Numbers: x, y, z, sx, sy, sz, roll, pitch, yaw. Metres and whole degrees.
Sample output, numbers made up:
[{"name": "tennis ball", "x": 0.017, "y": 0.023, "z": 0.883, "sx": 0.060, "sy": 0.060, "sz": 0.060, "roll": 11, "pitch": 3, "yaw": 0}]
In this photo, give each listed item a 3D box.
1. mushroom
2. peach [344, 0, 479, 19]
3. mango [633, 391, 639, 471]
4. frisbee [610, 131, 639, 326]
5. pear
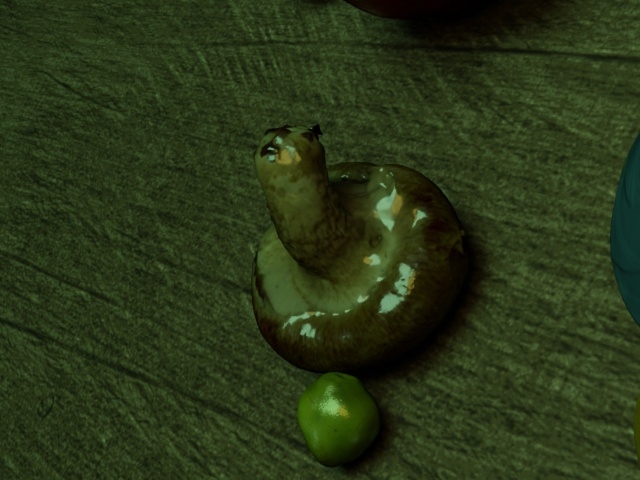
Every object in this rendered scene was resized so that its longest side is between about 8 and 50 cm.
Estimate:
[{"name": "mushroom", "x": 0.011, "y": 0.018, "z": 1.312, "sx": 0.267, "sy": 0.254, "sz": 0.267, "roll": -160, "pitch": 90, "yaw": -77}, {"name": "peach", "x": 0.117, "y": -0.446, "z": 1.413, "sx": 0.388, "sy": 0.388, "sz": 0.388, "roll": -28, "pitch": 44, "yaw": 31}, {"name": "mango", "x": 0.301, "y": 0.167, "z": 0.961, "sx": 0.103, "sy": 0.076, "sz": 0.161, "roll": -2, "pitch": 64, "yaw": 42}, {"name": "frisbee", "x": 0.338, "y": -0.044, "z": 1.028, "sx": 0.289, "sy": 0.049, "sz": 0.289, "roll": -44, "pitch": 37, "yaw": 48}, {"name": "pear", "x": 0.020, "y": 0.190, "z": 1.254, "sx": 0.092, "sy": 0.092, "sz": 0.097, "roll": 30, "pitch": 102, "yaw": 54}]
